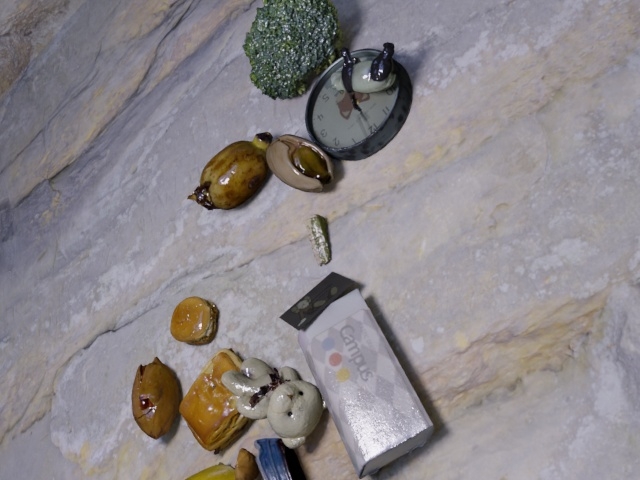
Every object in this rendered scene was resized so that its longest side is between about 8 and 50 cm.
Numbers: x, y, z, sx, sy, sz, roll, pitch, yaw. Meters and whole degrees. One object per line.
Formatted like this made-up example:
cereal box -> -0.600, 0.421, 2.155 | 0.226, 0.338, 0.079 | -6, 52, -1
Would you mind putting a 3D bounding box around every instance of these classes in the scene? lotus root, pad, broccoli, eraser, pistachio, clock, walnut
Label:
lotus root -> -0.251, -0.199, 2.168 | 0.314, 0.141, 0.169 | -42, 54, 5
pad -> -0.011, 0.150, 1.840 | 0.190, 0.004, 0.127 | -39, 23, -15
broccoli -> -0.057, -0.576, 2.137 | 0.249, 0.302, 0.376 | 33, 122, 21
eraser -> 0.092, 0.325, 1.703 | 0.213, 0.082, 0.397 | -31, 54, 5
pistachio -> -0.059, -0.211, 2.020 | 0.138, 0.153, 0.237 | -45, 46, -12
clock -> 0.098, -0.379, 2.019 | 0.324, 0.067, 0.325 | -16, 62, 32
walnut -> -0.180, 0.569, 1.822 | 0.052, 0.121, 0.091 | 5, 69, 6
walnut -> -0.471, 0.449, 2.082 | 0.137, 0.137, 0.245 | -28, 48, 26

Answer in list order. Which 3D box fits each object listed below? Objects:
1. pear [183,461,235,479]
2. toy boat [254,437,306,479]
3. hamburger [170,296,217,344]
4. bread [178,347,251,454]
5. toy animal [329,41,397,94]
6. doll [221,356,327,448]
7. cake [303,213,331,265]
pear -> -0.325, 0.686, 1.838 | 0.266, 0.178, 0.267 | -20, 57, 34
toy boat -> -0.101, 0.609, 1.720 | 0.142, 0.129, 0.309 | -30, 56, 9
hamburger -> -0.368, 0.232, 2.119 | 0.147, 0.083, 0.138 | -5, 65, 33
bread -> -0.272, 0.429, 1.949 | 0.235, 0.099, 0.210 | -53, 49, 7
toy animal -> 0.111, -0.448, 1.940 | 0.225, 0.093, 0.121 | 4, 82, 37
doll -> -0.122, 0.373, 1.799 | 0.278, 0.149, 0.175 | 24, 68, 31
cake -> 0.000, 0.000, 1.966 | 0.051, 0.055, 0.140 | -23, 77, 28
